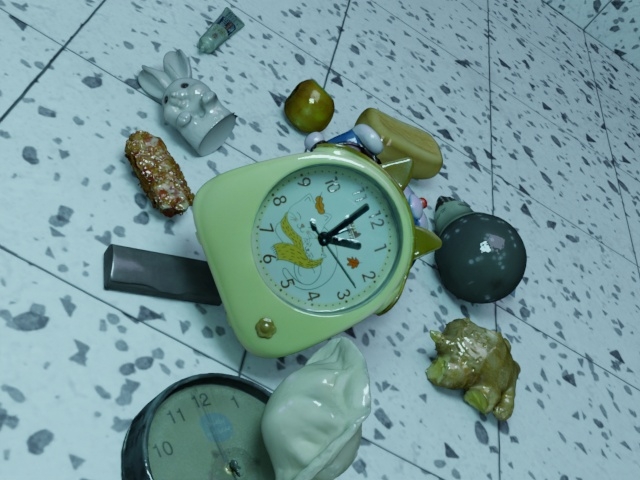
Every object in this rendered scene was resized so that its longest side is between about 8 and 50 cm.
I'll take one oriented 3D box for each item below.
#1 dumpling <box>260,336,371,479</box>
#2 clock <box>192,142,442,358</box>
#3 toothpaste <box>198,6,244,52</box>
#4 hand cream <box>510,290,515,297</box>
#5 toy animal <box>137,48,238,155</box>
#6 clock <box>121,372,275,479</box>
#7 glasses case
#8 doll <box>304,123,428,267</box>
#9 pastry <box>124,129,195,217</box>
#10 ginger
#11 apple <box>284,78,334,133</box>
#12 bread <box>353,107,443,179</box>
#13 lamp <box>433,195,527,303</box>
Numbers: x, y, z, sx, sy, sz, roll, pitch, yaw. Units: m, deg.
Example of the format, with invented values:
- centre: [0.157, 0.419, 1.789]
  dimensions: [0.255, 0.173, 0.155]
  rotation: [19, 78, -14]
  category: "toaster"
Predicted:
- centre: [0.007, 0.222, 1.107]
  dimensions: [0.131, 0.179, 0.252]
  rotation: [33, 38, -10]
  category: "dumpling"
- centre: [0.000, 0.000, 1.269]
  dimensions: [0.348, 0.117, 0.286]
  rotation: [-19, 93, -6]
  category: "clock"
- centre: [-0.220, -0.458, 1.826]
  dimensions: [0.060, 0.038, 0.233]
  rotation: [38, 33, -10]
  category: "toothpaste"
- centre: [0.421, 0.059, 1.852]
  dimensions: [0.065, 0.043, 0.171]
  rotation: [37, 41, -3]
  category: "hand cream"
- centre: [-0.258, -0.271, 1.529]
  dimensions: [0.221, 0.103, 0.131]
  rotation: [48, 8, 12]
  category: "toy animal"
- centre: [-0.123, 0.302, 1.107]
  dimensions: [0.280, 0.055, 0.281]
  rotation: [24, 40, -22]
  category: "clock"
- centre: [-0.238, 0.053, 1.278]
  dimensions: [0.190, 0.042, 0.072]
  rotation: [12, 53, -33]
  category: "glasses case"
- centre: [0.062, -0.041, 1.486]
  dimensions: [0.284, 0.240, 0.310]
  rotation: [60, 2, -42]
  category: "doll"
- centre: [-0.272, -0.105, 1.396]
  dimensions: [0.087, 0.063, 0.169]
  rotation: [-14, 67, -38]
  category: "pastry"
- centre: [0.274, 0.221, 1.505]
  dimensions: [0.216, 0.102, 0.157]
  rotation: [35, 63, -15]
  category: "ginger"
- centre: [-0.023, -0.280, 1.765]
  dimensions: [0.102, 0.099, 0.114]
  rotation: [39, 10, -16]
  category: "apple"
- centre: [0.167, -0.205, 1.852]
  dimensions: [0.217, 0.098, 0.147]
  rotation: [23, 39, -26]
  category: "bread"
- centre: [0.296, -0.009, 1.711]
  dimensions: [0.181, 0.182, 0.314]
  rotation: [10, 37, -35]
  category: "lamp"
